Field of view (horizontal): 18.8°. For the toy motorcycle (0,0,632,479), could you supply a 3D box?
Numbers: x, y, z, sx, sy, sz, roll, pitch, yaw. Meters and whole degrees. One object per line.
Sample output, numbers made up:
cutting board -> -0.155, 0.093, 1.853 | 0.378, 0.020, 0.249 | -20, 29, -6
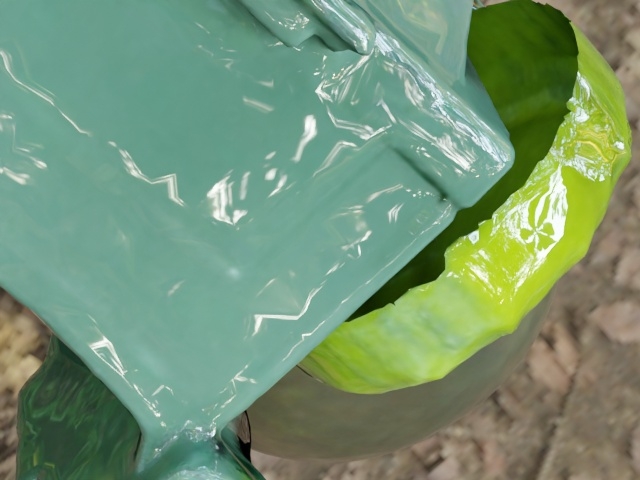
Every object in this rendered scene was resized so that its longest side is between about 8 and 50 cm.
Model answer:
toy motorcycle -> -0.077, -0.070, 0.486 | 0.191, 0.200, 0.326 | 42, 12, -23

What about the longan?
longan -> 0.000, 0.000, 0.721 | 0.167, 0.187, 0.167 | -15, 112, -41
